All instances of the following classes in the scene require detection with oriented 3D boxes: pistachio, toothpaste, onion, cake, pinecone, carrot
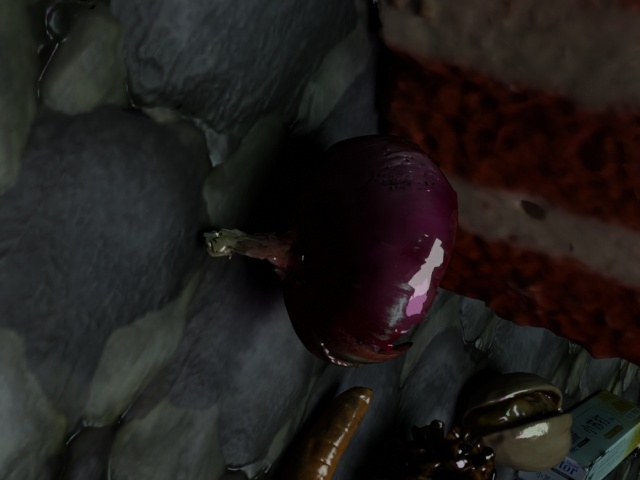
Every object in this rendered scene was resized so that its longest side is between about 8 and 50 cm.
[{"bbox_3d":[0.207,0.191,0.974,0.149,0.113,0.113,18,92,-43],"label":"pistachio"},{"bbox_3d":[0.375,0.283,1.282,0.313,0.089,0.071,-7,119,-56],"label":"toothpaste"},{"bbox_3d":[0.000,0.000,0.553,0.140,0.150,0.150,14,95,-20],"label":"onion"},{"bbox_3d":[0.221,-0.118,0.660,0.270,0.269,0.319,-45,141,-34],"label":"cake"},{"bbox_3d":[0.106,0.244,0.804,0.173,0.173,0.173,-32,132,-45],"label":"pinecone"},{"bbox_3d":[-0.014,0.189,0.688,0.191,0.047,0.047,-62,147,-21],"label":"carrot"}]
